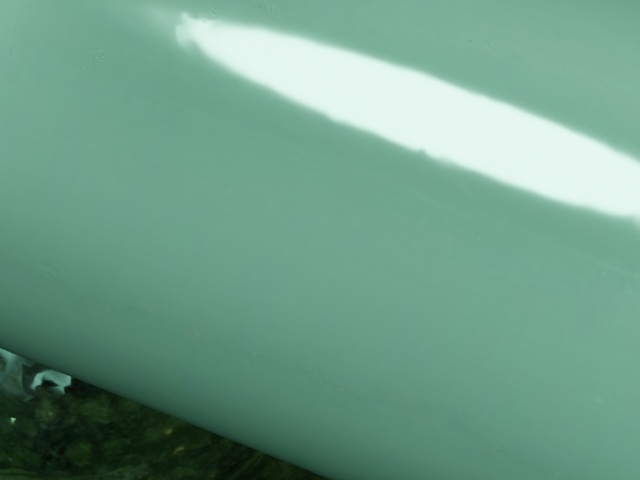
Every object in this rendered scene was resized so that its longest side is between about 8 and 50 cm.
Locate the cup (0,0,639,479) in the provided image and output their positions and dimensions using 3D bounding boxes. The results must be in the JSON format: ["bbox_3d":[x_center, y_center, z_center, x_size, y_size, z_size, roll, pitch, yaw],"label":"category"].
[{"bbox_3d":[0.020,-0.023,0.587,0.312,0.205,0.205,21,147,3],"label":"cup"}]

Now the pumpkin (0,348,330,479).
[{"bbox_3d":[-0.048,-0.003,0.836,0.257,0.328,0.291,16,129,53],"label":"pumpkin"}]
